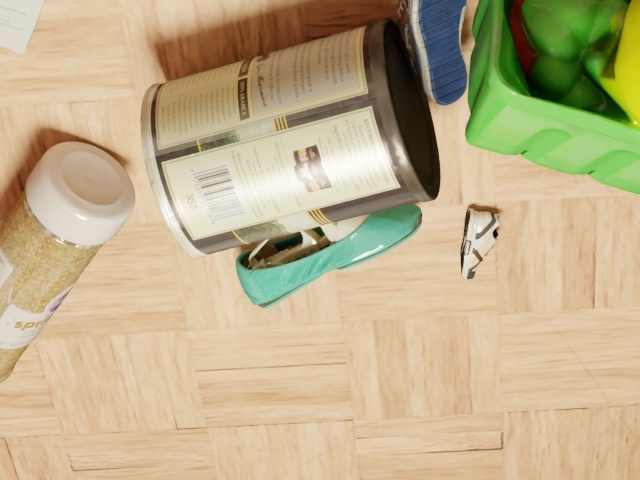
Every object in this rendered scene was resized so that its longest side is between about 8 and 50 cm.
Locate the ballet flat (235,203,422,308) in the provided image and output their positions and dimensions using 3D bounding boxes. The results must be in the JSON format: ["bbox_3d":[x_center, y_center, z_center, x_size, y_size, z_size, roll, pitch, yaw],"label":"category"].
[{"bbox_3d":[0.000,0.000,2.203,0.247,0.083,0.087,-27,116,23],"label":"ballet flat"}]

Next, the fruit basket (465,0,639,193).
[{"bbox_3d":[0.350,-0.196,1.846,0.392,0.283,0.392,5,150,3],"label":"fruit basket"}]

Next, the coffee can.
[{"bbox_3d":[-0.030,-0.109,2.001,0.275,0.201,0.201,-14,134,15],"label":"coffee can"}]

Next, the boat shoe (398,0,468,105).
[{"bbox_3d":[0.112,-0.231,1.962,0.066,0.066,0.183,-23,131,-21],"label":"boat shoe"}]

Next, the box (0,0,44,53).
[{"bbox_3d":[-0.353,-0.310,1.854,0.181,0.119,0.182,16,134,-16],"label":"box"}]

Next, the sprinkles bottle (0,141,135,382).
[{"bbox_3d":[-0.351,0.034,2.208,0.121,0.121,0.355,23,132,-21],"label":"sprinkles bottle"}]

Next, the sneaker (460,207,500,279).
[{"bbox_3d":[0.193,0.008,2.235,0.044,0.040,0.109,2,136,-4],"label":"sneaker"}]
